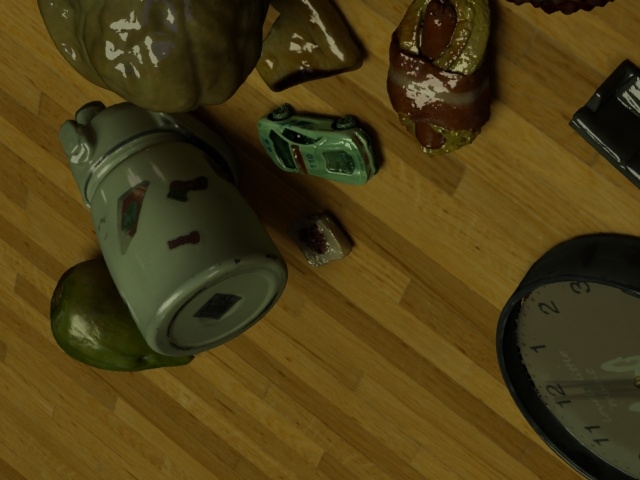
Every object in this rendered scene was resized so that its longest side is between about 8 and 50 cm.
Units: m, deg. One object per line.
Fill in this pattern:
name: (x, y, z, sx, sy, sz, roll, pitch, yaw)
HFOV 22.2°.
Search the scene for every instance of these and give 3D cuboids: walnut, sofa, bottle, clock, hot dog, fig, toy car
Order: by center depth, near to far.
sofa: (0.337, -0.106, 1.659, 0.147, 0.085, 0.060, 43, 149, 3)
hot dog: (0.127, -0.177, 1.797, 0.123, 0.093, 0.262, 25, 141, 26)
walnut: (-0.179, -0.291, 1.808, 0.282, 0.253, 0.277, 19, 128, 44)
clock: (0.379, 0.167, 1.906, 0.386, 0.076, 0.386, 27, 142, 24)
toy car: (-0.010, -0.112, 2.040, 0.186, 0.058, 0.093, 13, 136, 38)
bottle: (-0.205, -0.039, 2.158, 0.352, 0.229, 0.229, 57, 152, 27)
fig: (-0.326, 0.138, 2.543, 0.233, 0.167, 0.167, 52, 146, 0)

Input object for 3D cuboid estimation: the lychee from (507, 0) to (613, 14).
lychee: (0.212, -0.328, 1.412, 0.264, 0.264, 0.300, 45, 165, 0)

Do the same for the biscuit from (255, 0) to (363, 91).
biscuit: (-0.044, -0.264, 1.936, 0.174, 0.039, 0.183, -4, 123, 50)

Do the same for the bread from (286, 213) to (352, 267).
bread: (0.000, 0.000, 2.166, 0.083, 0.035, 0.070, -14, 116, 49)
